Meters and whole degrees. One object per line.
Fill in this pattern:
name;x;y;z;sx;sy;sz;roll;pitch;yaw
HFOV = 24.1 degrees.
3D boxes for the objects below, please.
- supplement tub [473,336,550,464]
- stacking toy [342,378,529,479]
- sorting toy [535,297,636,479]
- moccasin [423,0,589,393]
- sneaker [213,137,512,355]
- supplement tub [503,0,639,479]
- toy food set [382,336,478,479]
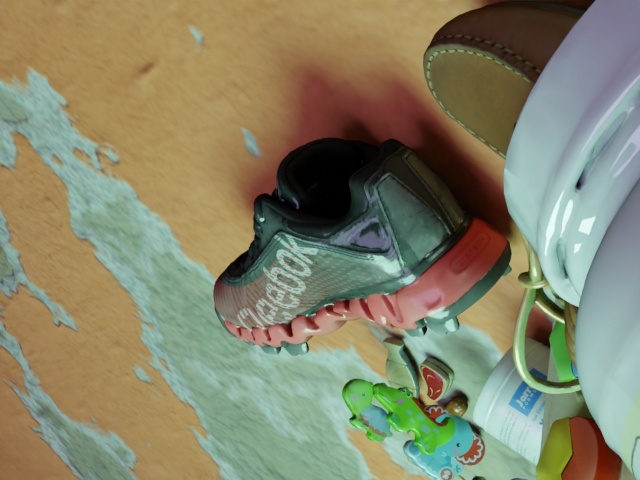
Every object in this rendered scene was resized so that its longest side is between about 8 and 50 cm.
supplement tub;0.160;0.117;0.963;0.107;0.071;0.071;32;148;21
stacking toy;0.114;0.162;1.026;0.221;0.052;0.167;40;169;-3
sorting toy;0.171;0.082;0.804;0.038;0.208;0.193;12;161;-24
moccasin;0.159;0.019;0.687;0.380;0.147;0.139;51;175;32
sneaker;0.000;0.000;0.992;0.135;0.097;0.276;53;148;-15
supplement tub;0.223;0.052;0.432;0.325;0.235;0.235;57;158;29
toy food set;0.088;0.128;1.125;0.078;0.019;0.122;22;136;35
